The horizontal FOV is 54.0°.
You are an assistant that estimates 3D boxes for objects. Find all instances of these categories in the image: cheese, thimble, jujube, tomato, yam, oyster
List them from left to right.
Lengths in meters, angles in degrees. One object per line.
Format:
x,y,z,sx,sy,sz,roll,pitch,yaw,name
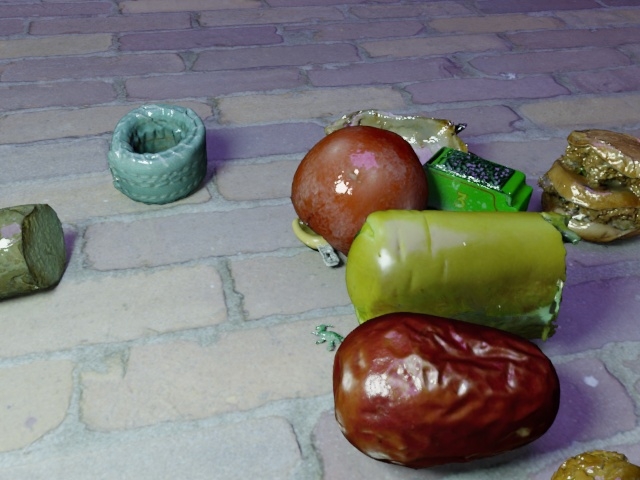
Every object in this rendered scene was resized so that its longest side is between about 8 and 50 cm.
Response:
-0.616,0.032,1.108,0.304,0.168,0.168,-12,41,-16,yam
-0.364,-0.190,1.397,0.235,0.143,0.198,-34,60,-32,thimble
0.000,0.001,1.287,0.086,0.036,0.163,-10,40,-14,cheese
0.084,-0.098,1.212,0.264,0.265,0.265,2,38,-1,tomato
0.174,-0.187,1.472,0.360,0.096,0.222,9,61,11,oyster
0.174,0.212,0.904,0.317,0.223,0.223,1,38,-8,jujube

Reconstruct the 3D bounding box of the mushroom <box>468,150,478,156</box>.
0.334,-0.175,1.516,0.123,0.052,0.123,-3,40,2,mushroom

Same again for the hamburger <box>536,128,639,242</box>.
0.600,-0.129,1.349,0.260,0.212,0.245,6,31,-5,hamburger

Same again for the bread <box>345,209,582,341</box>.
0.225,0.069,1.061,0.376,0.251,0.209,2,55,-4,bread

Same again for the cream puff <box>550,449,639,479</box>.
0.357,0.335,0.820,0.143,0.127,0.103,-10,24,-29,cream puff

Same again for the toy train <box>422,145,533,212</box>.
0.308,-0.074,1.279,0.243,0.188,0.132,25,44,24,toy train

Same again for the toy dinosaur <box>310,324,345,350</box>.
0.024,0.166,1.094,0.083,0.021,0.062,0,26,-2,toy dinosaur
